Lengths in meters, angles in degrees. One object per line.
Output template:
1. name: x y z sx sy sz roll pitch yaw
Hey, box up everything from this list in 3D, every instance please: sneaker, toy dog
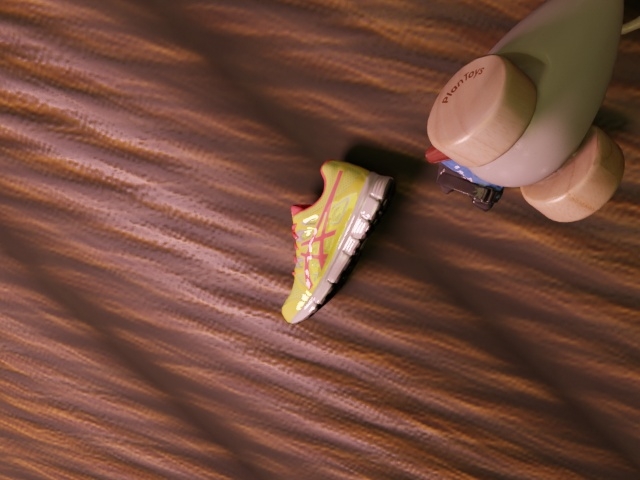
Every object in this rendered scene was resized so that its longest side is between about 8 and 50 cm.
1. sneaker: 0.000 0.000 0.740 0.094 0.081 0.209 32 107 9
2. toy dog: 0.188 -0.170 0.570 0.220 0.334 0.161 51 158 -24
3. sneaker: 0.194 -0.070 0.667 0.152 0.058 0.085 10 106 15
